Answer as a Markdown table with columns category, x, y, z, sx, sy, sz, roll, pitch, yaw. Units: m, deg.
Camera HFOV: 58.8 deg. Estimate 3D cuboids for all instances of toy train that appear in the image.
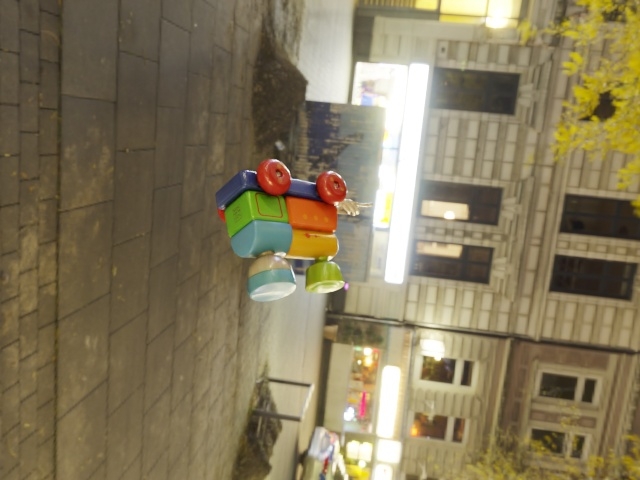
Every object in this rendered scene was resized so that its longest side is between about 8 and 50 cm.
| category | x | y | z | sx | sy | sz | roll | pitch | yaw |
| --- | --- | --- | --- | --- | --- | --- | --- | --- | --- |
| toy train | 0.000 | 0.000 | 0.695 | 0.105 | 0.248 | 0.143 | -32 | -117 | 42 |
